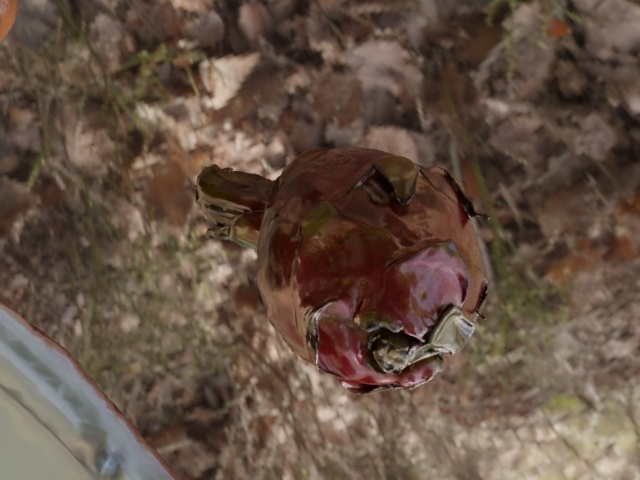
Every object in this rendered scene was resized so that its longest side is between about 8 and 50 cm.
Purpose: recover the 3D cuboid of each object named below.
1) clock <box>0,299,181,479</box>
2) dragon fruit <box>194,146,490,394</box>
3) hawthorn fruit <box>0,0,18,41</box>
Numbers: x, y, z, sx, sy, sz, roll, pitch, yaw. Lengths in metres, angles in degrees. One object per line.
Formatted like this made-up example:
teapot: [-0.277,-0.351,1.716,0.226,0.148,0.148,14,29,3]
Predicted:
clock: [-0.112,0.125,0.217,0.318,0.318,0.080,31,140,-33]
dragon fruit: [0.000,0.000,0.841,0.125,0.246,0.125,-18,115,-34]
hawthorn fruit: [-0.411,-0.243,1.569,0.189,0.189,0.189,-9,126,-13]
